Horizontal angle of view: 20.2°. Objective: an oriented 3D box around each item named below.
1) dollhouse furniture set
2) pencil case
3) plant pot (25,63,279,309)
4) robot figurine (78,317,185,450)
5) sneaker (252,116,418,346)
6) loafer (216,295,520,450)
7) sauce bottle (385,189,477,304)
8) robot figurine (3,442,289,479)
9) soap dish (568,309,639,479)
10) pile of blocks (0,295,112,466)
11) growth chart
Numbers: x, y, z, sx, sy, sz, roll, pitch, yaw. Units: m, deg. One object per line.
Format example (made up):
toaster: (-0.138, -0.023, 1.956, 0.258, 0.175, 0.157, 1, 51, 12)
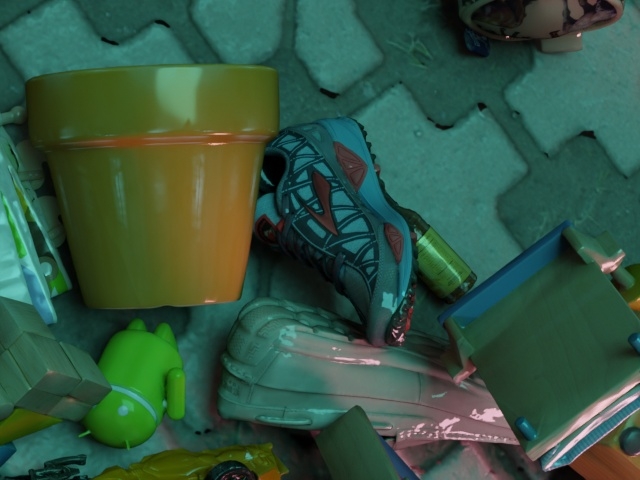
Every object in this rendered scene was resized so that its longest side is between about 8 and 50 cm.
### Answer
dollhouse furniture set: (0.195, 0.182, 1.402, 0.303, 0.286, 0.198, -39, 120, 5)
pencil case: (0.190, -0.389, 1.744, 0.160, 0.183, 0.410, -7, 75, 0)
plant pot: (-0.131, -0.041, 1.457, 0.205, 0.205, 0.188, -4, 91, -28)
robot figurine: (-0.153, 0.119, 1.451, 0.101, 0.067, 0.115, 10, 51, 18)
sneaker: (0.000, 0.000, 1.526, 0.125, 0.104, 0.262, -5, 41, -17)
loafer: (0.054, 0.135, 1.550, 0.319, 0.112, 0.111, 16, 104, -27)
sauce bottle: (0.087, 0.002, 1.633, 0.128, 0.042, 0.042, 47, 60, -5)
robot figurine: (-0.138, 0.234, 1.368, 0.291, 0.211, 0.085, -9, 114, -25)
soap dish: (0.367, 0.167, 1.582, 0.291, 0.118, 0.229, 39, 80, -14)
pile of blocks: (-0.342, 0.135, 1.337, 0.362, 0.149, 0.112, -15, 53, -33)
growth chart: (-0.282, 0.007, 1.453, 0.172, 0.021, 0.237, -7, 78, -29)
